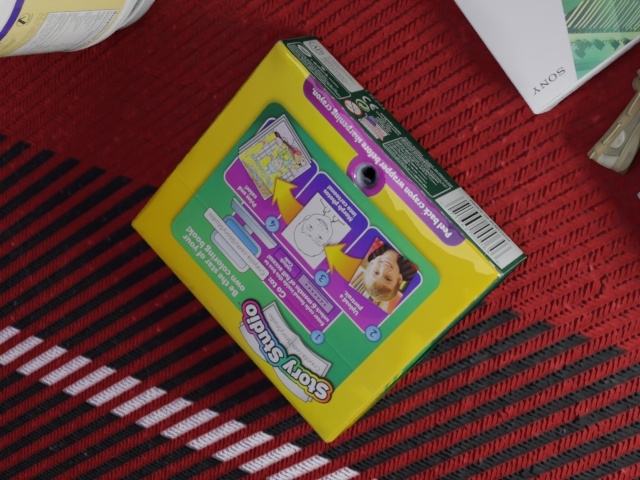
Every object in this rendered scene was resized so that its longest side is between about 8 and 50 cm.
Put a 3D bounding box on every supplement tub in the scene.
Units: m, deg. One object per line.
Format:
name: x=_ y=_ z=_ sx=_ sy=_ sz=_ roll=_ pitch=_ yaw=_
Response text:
supplement tub: x=-0.351 y=-0.332 z=1.355 sx=0.241 sy=0.331 sz=0.241 roll=6 pitch=105 yaw=25

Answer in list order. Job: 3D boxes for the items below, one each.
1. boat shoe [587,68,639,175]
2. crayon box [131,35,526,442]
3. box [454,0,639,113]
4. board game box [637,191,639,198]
boat shoe: x=0.328 y=-0.143 z=1.225 sx=0.048 sy=0.056 sz=0.153 roll=27 pitch=119 yaw=13
crayon box: x=0.000 y=0.000 z=1.388 sx=0.363 sy=0.106 sz=0.313 roll=48 pitch=118 yaw=10
box: x=0.228 y=-0.327 z=1.229 sx=0.232 sy=0.058 sz=0.322 roll=-38 pitch=84 yaw=28
board game box: x=0.477 y=-0.003 z=1.072 sx=0.254 sy=0.079 sz=0.336 roll=59 pitch=152 yaw=3
